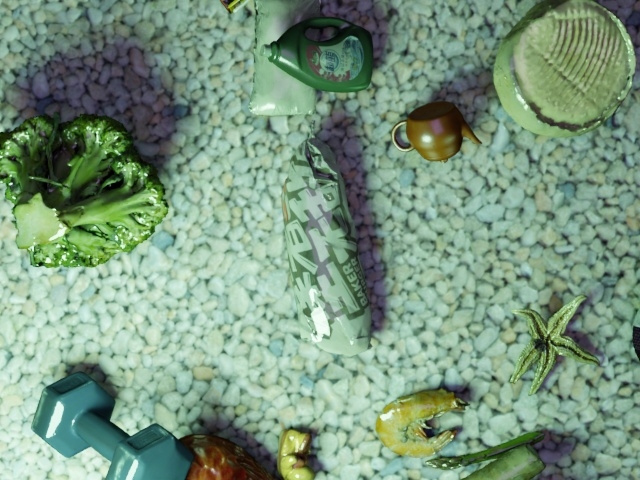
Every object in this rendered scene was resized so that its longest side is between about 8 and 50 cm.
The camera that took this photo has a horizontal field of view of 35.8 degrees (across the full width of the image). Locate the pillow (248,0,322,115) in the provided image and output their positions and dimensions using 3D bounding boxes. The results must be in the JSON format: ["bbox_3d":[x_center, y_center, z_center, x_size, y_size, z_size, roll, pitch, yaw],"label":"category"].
[{"bbox_3d":[-0.066,-0.347,1.851,0.128,0.051,0.229,3,94,-2],"label":"pillow"}]

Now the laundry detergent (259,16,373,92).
[{"bbox_3d":[-0.008,-0.345,1.810,0.211,0.063,0.137,5,90,-23],"label":"laundry detergent"}]

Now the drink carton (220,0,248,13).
[{"bbox_3d":[-0.117,-0.490,1.834,0.166,0.071,0.056,-38,90,3],"label":"drink carton"}]

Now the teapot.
[{"bbox_3d":[0.213,-0.193,1.841,0.173,0.116,0.116,-4,93,27],"label":"teapot"}]

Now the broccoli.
[{"bbox_3d":[-0.441,-0.086,1.753,0.321,0.283,0.303,-25,104,19],"label":"broccoli"}]

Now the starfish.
[{"bbox_3d":[0.441,0.195,1.883,0.217,0.050,0.223,31,104,-8],"label":"starfish"}]

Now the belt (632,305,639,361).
[{"bbox_3d":[0.687,0.118,1.828,0.184,0.164,0.289,20,92,-28],"label":"belt"}]

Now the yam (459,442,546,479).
[{"bbox_3d":[0.257,0.506,1.879,0.372,0.083,0.083,-34,93,3],"label":"yam"}]

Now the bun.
[{"bbox_3d":[0.436,-0.311,1.806,0.259,0.152,0.259,-2,98,-12],"label":"bun"}]

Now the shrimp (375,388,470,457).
[{"bbox_3d":[0.199,0.348,1.897,0.188,0.051,0.132,-19,112,6],"label":"shrimp"}]

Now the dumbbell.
[{"bbox_3d":[-0.375,0.359,1.765,0.316,0.144,0.156,23,95,40],"label":"dumbbell"}]

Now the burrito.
[{"bbox_3d":[0.000,0.000,1.846,0.139,0.101,0.445,-10,95,5],"label":"burrito"}]

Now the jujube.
[{"bbox_3d":[-0.190,0.467,1.844,0.255,0.190,0.190,26,93,-18],"label":"jujube"}]

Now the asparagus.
[{"bbox_3d":[0.318,0.408,1.903,0.236,0.027,0.034,-16,95,0],"label":"asparagus"}]

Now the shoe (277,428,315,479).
[{"bbox_3d":[-0.047,0.414,1.879,0.069,0.072,0.109,-7,68,29],"label":"shoe"}]
